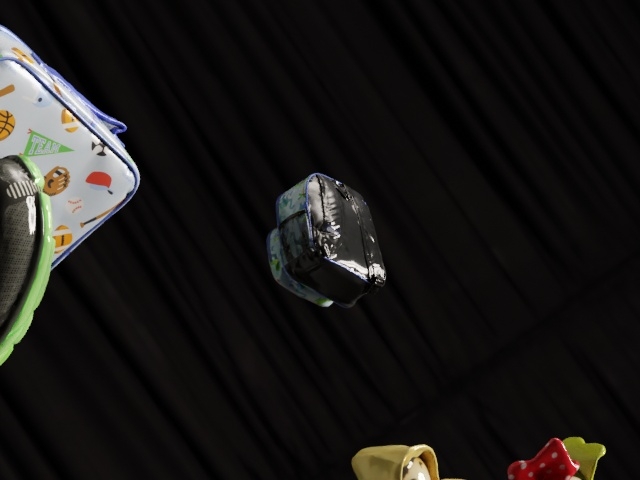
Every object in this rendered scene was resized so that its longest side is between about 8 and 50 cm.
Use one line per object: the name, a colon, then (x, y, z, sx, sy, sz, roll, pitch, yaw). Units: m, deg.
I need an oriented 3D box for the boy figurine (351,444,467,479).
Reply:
boy figurine: (0.143, 0.309, 1.405, 0.177, 0.285, 0.092, -43, -169, -37)

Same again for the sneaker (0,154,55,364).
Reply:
sneaker: (-0.453, 0.077, 1.269, 0.483, 0.185, 0.202, -32, 153, 5)

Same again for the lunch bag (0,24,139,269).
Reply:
lunch bag: (-0.359, -0.095, 1.604, 0.243, 0.115, 0.303, -44, 139, -1)

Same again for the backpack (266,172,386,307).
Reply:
backpack: (0.000, 0.000, 1.334, 0.084, 0.114, 0.105, -33, 137, 32)

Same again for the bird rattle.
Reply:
bird rattle: (0.299, 0.362, 1.876, 0.207, 0.143, 0.253, -38, 162, 26)
